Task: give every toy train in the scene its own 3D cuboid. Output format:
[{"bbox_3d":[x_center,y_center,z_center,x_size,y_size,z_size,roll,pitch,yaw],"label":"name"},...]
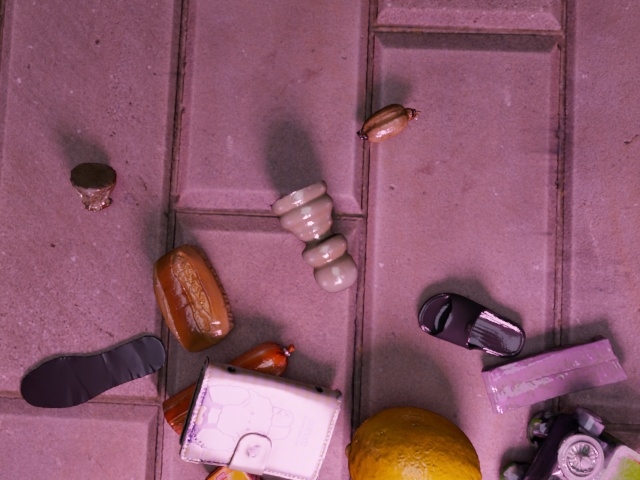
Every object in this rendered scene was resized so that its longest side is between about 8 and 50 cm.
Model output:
[{"bbox_3d":[0.532,0.515,1.230,0.248,0.173,0.307,32,88,-5],"label":"toy train"}]

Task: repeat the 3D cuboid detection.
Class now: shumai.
[{"bbox_3d":[-0.516,-0.118,1.349,0.098,0.124,0.087,-2,127,-17],"label":"shumai"}]

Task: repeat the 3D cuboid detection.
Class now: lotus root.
[{"bbox_3d":[0.154,-0.267,1.337,0.151,0.063,0.072,-21,59,7],"label":"lotus root"}]

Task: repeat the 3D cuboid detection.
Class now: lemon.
[{"bbox_3d":[0.190,0.459,1.209,0.263,0.236,0.236,-10,86,-8],"label":"lemon"}]

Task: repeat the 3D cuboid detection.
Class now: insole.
[{"bbox_3d":[-0.521,0.303,1.354,0.348,0.009,0.119,-19,88,1],"label":"insole"}]

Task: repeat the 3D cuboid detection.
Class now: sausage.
[{"bbox_3d":[-0.191,0.314,1.300,0.312,0.093,0.093,-31,86,-1],"label":"sausage"}]

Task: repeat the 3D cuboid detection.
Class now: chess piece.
[{"bbox_3d":[0.000,0.000,1.305,0.133,0.133,0.243,-26,93,0],"label":"chess piece"}]

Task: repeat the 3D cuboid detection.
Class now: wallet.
[{"bbox_3d":[-0.126,0.383,1.247,0.309,0.077,0.224,17,98,-18],"label":"wallet"}]

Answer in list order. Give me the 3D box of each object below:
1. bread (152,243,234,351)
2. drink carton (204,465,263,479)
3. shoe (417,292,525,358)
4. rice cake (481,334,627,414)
[{"bbox_3d":[-0.286,0.126,1.308,0.139,0.106,0.237,-25,85,2],"label":"bread"},{"bbox_3d":[-0.151,0.582,1.292,0.096,0.071,0.223,-39,86,1],"label":"drink carton"},{"bbox_3d":[0.338,0.188,1.289,0.240,0.093,0.108,20,89,1],"label":"shoe"},{"bbox_3d":[0.508,0.292,1.297,0.297,0.050,0.106,-16,87,1],"label":"rice cake"}]
